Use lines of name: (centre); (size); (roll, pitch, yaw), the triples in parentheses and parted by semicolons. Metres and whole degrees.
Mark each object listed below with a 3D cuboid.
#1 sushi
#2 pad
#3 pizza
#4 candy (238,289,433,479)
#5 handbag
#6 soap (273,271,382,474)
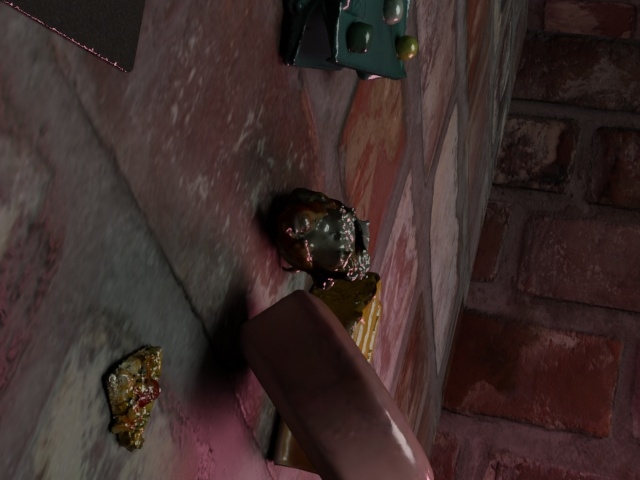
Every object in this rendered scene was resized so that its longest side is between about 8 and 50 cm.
sushi: (0.003, 0.003, 1.059); (0.097, 0.103, 0.226); (-64, 163, 2)
pad: (-0.143, -0.190, 0.572); (0.211, 0.003, 0.143); (22, 77, -75)
pizza: (-0.137, 0.116, 0.734); (0.078, 0.025, 0.083); (59, 43, -71)
candy: (0.016, 0.169, 0.960); (0.094, 0.255, 0.255); (-33, 153, -7)
handbag: (0.054, -0.306, 1.055); (0.274, 0.100, 0.269); (-15, 114, -75)
soap: (0.016, 0.159, 1.229); (0.160, 0.080, 0.258); (48, 52, -73)
